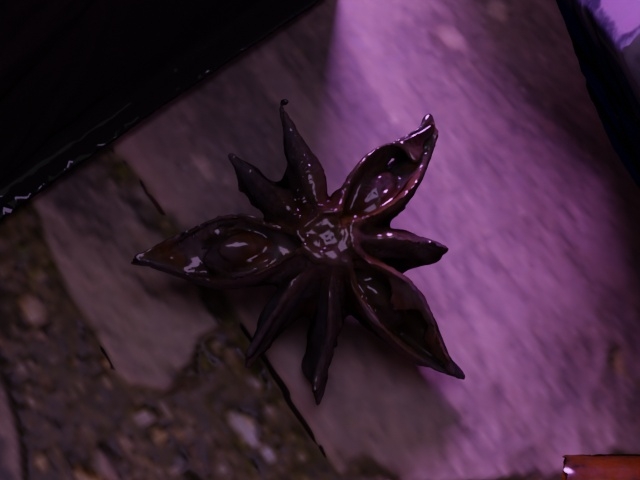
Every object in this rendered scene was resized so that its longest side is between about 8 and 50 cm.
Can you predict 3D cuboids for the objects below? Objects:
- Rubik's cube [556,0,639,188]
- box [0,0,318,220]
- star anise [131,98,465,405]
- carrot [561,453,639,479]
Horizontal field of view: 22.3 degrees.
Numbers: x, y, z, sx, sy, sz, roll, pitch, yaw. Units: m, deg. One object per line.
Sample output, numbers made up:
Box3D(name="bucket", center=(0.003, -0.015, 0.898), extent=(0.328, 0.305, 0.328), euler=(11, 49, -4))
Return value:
Box3D(name="Rubik's cube", center=(0.245, -0.087, 0.624), extent=(0.264, 0.319, 0.319), euler=(-27, 64, 5))
Box3D(name="box", center=(-0.154, -0.155, 0.610), extent=(0.204, 0.251, 0.345), euler=(43, 63, 16))
Box3D(name="star anise", center=(-0.011, 0.005, 0.649), extent=(0.129, 0.056, 0.124), euler=(-4, 80, -8))
Box3D(name="carrot", center=(0.171, 0.107, 0.622), extent=(0.162, 0.055, 0.055), euler=(7, 58, 3))
